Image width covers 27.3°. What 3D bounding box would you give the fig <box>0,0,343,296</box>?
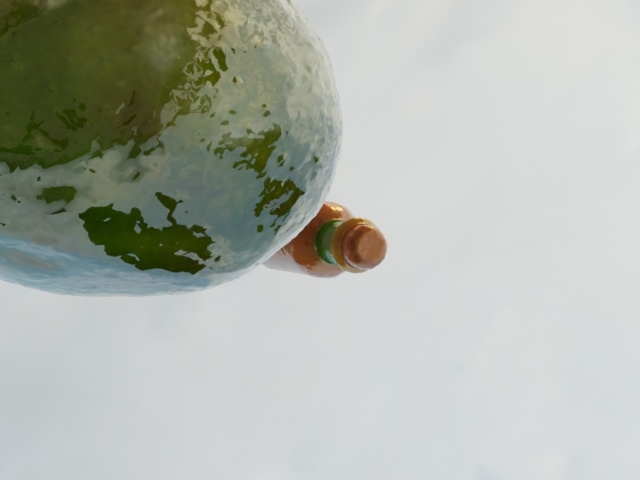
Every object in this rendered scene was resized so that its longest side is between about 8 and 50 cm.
[{"bbox_3d":[-0.072,-0.030,0.381,0.123,0.123,0.156,-18,-168,44],"label":"fig"}]

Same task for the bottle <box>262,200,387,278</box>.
[{"bbox_3d":[0.000,0.000,1.101,0.069,0.069,0.187,-64,-157,-6],"label":"bottle"}]
